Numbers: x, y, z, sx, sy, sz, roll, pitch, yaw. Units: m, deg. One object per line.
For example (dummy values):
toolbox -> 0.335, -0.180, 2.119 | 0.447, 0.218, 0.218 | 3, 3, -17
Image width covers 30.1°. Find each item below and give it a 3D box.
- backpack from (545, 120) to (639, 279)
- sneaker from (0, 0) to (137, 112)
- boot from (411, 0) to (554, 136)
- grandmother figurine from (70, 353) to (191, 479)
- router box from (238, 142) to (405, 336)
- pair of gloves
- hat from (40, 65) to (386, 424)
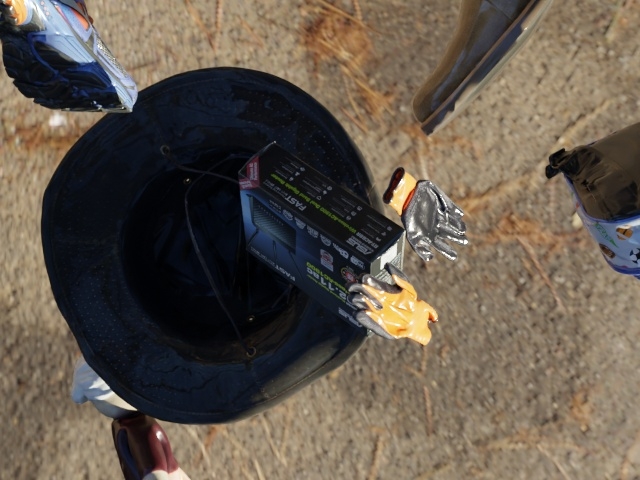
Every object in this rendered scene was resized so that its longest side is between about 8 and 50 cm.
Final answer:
backpack -> 0.472, -0.061, 1.644 | 0.276, 0.263, 0.213 | -30, 106, 20
sneaker -> -0.191, -0.164, 0.836 | 0.221, 0.083, 0.087 | 53, 48, -53
boot -> 0.152, -0.230, 1.001 | 0.115, 0.112, 0.305 | 34, 97, 1
grandmother figurine -> -0.189, 0.271, 1.382 | 0.104, 0.208, 0.342 | -25, 93, -24
router box -> 0.000, 0.000, 0.825 | 0.038, 0.122, 0.092 | -43, 153, -25
pair of gloves -> 0.045, 0.010, 0.610 | 0.074, 0.010, 0.083 | 30, 78, -47
hat -> -0.082, -0.002, 1.083 | 0.331, 0.134, 0.331 | 3, 101, 18
